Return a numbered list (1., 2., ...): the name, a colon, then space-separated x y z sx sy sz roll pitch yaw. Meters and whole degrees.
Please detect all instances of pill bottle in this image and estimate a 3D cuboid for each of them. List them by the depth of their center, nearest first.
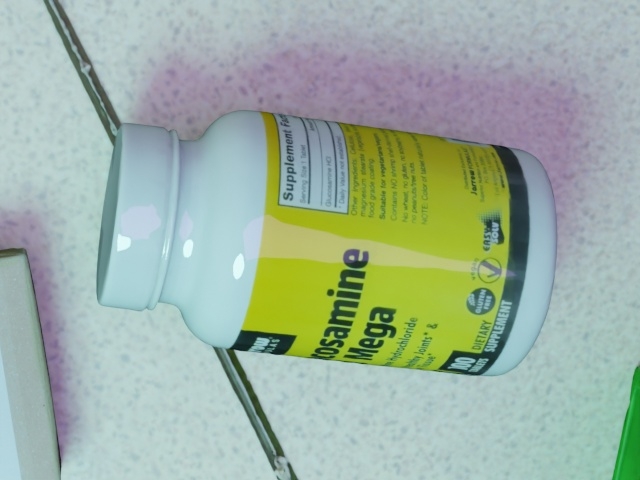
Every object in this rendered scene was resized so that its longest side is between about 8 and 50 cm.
1. pill bottle: 0.000 0.000 1.145 0.334 0.188 0.188 7 93 -12

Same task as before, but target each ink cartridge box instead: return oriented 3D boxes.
1. ink cartridge box: -0.329 0.118 1.132 0.235 0.088 0.193 -10 95 -12

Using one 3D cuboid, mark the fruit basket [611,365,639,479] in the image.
1. fruit basket: 0.441 0.210 1.166 0.392 0.392 0.283 11 92 -13
